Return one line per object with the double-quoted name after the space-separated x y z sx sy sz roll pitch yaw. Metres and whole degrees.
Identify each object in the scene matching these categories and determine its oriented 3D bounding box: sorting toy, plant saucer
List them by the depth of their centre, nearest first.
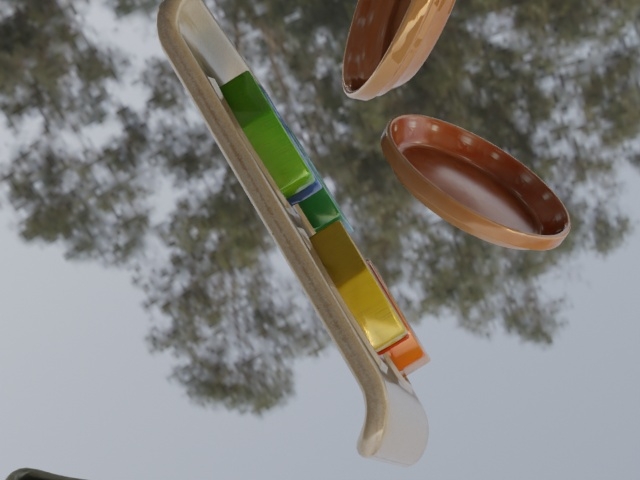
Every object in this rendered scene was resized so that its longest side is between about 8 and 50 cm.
0.060 -0.022 0.582 0.013 0.083 0.083 -61 -145 25 "plant saucer"
0.000 0.000 0.665 0.038 0.193 0.208 -27 -103 3 "sorting toy"
0.072 -0.199 1.135 0.037 0.200 0.200 20 -135 -13 "plant saucer"

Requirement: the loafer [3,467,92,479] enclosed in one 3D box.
0.045 0.129 0.402 0.319 0.112 0.112 5 -165 13 "loafer"
